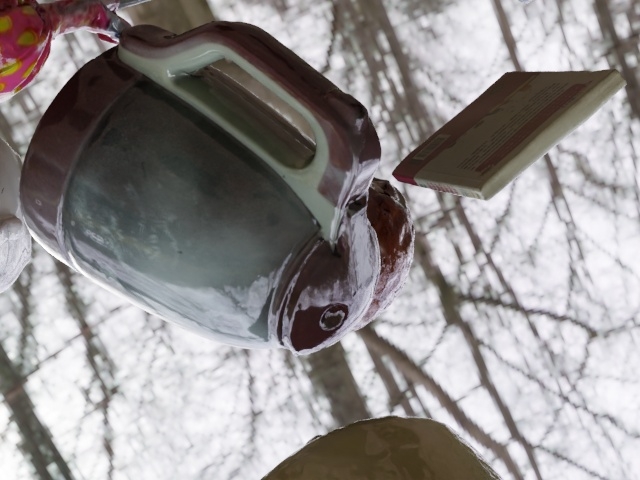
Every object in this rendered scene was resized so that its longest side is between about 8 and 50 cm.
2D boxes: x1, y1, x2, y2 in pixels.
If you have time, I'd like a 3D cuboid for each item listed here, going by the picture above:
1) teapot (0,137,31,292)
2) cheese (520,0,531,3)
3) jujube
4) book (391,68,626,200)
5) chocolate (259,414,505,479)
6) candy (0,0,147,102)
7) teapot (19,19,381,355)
[{"bbox_3d":[-0.430,-0.032,1.659,0.166,0.208,0.299,8,-170,-10],"label":"teapot"},{"bbox_3d":[0.130,-0.196,0.694,0.047,0.171,0.092,44,-149,27],"label":"cheese"},{"bbox_3d":[0.000,0.000,1.502,0.197,0.197,0.290,-30,-167,-9],"label":"jujube"},{"bbox_3d":[0.163,-0.100,1.246,0.162,0.022,0.232,-41,-164,-8],"label":"book"},{"bbox_3d":[0.061,0.299,1.225,0.314,0.326,0.297,0,-130,-39],"label":"chocolate"},{"bbox_3d":[-0.212,-0.219,1.280,0.365,0.124,0.124,-24,-159,-36],"label":"candy"},{"bbox_3d":[-0.078,-0.052,1.235,0.312,0.315,0.233,31,-138,21],"label":"teapot"}]
